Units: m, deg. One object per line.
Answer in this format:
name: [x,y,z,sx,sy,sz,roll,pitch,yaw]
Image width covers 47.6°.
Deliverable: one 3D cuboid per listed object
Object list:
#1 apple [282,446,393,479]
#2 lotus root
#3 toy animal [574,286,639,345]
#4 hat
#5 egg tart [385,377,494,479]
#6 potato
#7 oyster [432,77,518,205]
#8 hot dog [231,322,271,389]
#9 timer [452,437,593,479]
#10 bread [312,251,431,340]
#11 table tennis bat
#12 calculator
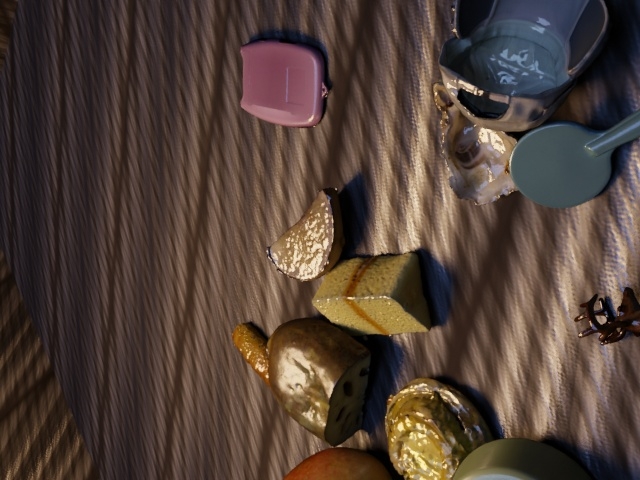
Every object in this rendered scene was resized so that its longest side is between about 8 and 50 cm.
apple: [0.025,0.631,1.600,0.319,0.277,0.319,26,124,45]
lotus root: [-0.030,0.298,1.637,0.260,0.149,0.267,35,137,33]
toy animal: [0.523,0.157,1.056,0.260,0.087,0.244,-38,71,44]
hat: [0.306,-0.300,1.116,0.231,0.161,0.275,23,92,12]
egg tart: [0.225,0.414,1.459,0.278,0.095,0.279,15,110,44]
potato: [0.000,0.000,1.594,0.243,0.098,0.138,-45,70,39]
oyster: [0.272,-0.183,1.249,0.161,0.107,0.233,-25,99,38]
hot dog: [-0.137,0.319,1.862,0.289,0.068,0.083,42,122,35]
timer: [0.297,0.506,1.183,0.290,0.315,0.291,2,94,32]
bread: [0.103,0.115,1.508,0.266,0.141,0.178,-13,76,48]
table tennis bat: [0.404,-0.135,1.116,0.237,0.038,0.149,-32,105,39]
calculator: [-0.091,-0.355,1.637,0.294,0.043,0.194,20,114,43]
